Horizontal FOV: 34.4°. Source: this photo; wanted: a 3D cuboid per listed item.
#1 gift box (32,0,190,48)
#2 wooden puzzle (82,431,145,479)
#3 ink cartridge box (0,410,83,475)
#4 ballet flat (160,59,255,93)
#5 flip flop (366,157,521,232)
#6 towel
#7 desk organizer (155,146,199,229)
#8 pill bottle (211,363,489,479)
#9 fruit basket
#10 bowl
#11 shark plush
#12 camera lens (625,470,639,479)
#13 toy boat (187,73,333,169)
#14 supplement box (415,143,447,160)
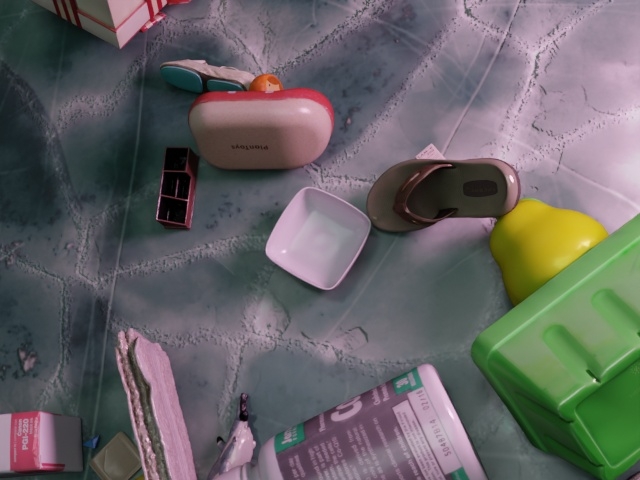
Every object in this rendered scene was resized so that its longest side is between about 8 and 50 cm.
[{"bbox_3d":[-0.347,-0.505,1.741,0.255,0.258,0.276,35,65,20],"label":"gift box"},{"bbox_3d":[-0.318,0.349,1.629,0.078,0.014,0.116,-37,72,-5],"label":"wooden puzzle"},{"bbox_3d":[-0.499,0.320,1.595,0.217,0.158,0.092,-8,75,9],"label":"ink cartridge box"},{"bbox_3d":[-0.189,-0.278,1.756,0.168,0.057,0.052,17,52,12],"label":"ballet flat"},{"bbox_3d":[0.169,-0.065,1.545,0.277,0.080,0.112,-2,102,45],"label":"flip flop"},{"bbox_3d":[-0.236,0.276,1.541,0.049,0.187,0.282,-18,74,2],"label":"towel"},{"bbox_3d":[-0.236,-0.087,1.707,0.047,0.050,0.130,2,76,12],"label":"desk organizer"},{"bbox_3d":[0.040,0.339,1.459,0.361,0.204,0.204,-27,72,3],"label":"pill bottle"},{"bbox_3d":[0.385,0.099,1.466,0.392,0.283,0.392,-27,30,17],"label":"fruit basket"},{"bbox_3d":[0.000,0.000,1.636,0.142,0.053,0.142,29,84,17],"label":"bowl"},{"bbox_3d":[-0.142,0.314,1.583,0.067,0.073,0.161,-4,77,41],"label":"shark plush"},{"bbox_3d":[0.473,0.391,1.320,0.219,0.274,0.219,-3,75,11],"label":"camera lens"},{"bbox_3d":[-0.092,-0.207,1.673,0.231,0.151,0.151,1,55,11],"label":"toy boat"},{"bbox_3d":[0.195,-0.098,1.618,0.036,0.062,0.098,-39,72,0],"label":"supplement box"}]
